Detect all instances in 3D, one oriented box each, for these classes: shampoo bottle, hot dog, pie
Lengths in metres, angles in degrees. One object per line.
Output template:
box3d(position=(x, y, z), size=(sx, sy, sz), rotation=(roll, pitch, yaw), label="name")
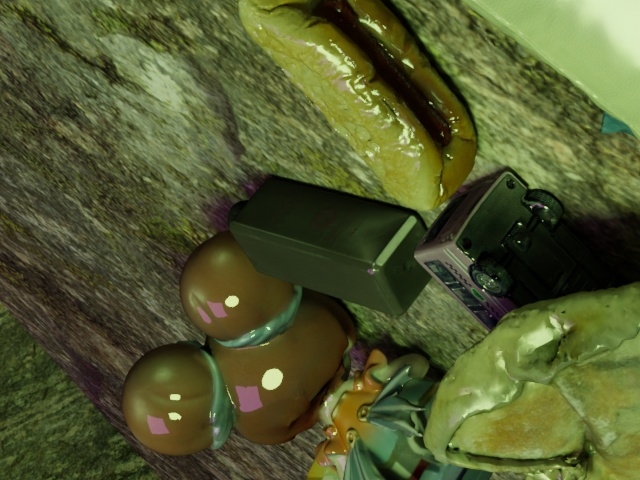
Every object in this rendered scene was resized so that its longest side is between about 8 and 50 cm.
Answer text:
box3d(position=(0.000, 0.000, 1.278), size=(0.246, 0.080, 0.079), rotation=(15, 147, 43), label="shampoo bottle")
box3d(position=(0.040, -0.124, 0.977), size=(0.242, 0.084, 0.073), rotation=(48, 152, -22), label="hot dog")
box3d(position=(0.253, 0.144, 1.003), size=(0.337, 0.075, 0.337), rotation=(-3, 137, -3), label="pie")

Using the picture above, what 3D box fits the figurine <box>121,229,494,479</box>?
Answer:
box3d(position=(-0.002, 0.184, 1.433), size=(0.388, 0.276, 0.248), rotation=(34, -168, 19), label="figurine")

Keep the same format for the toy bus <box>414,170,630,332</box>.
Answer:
box3d(position=(0.179, 0.044, 1.067), size=(0.199, 0.096, 0.108), rotation=(44, 156, -13), label="toy bus")

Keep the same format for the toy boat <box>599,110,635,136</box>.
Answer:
box3d(position=(0.206, -0.128, 0.703), size=(0.098, 0.109, 0.238), rotation=(5, 143, 12), label="toy boat")

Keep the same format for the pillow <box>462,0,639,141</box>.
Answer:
box3d(position=(0.201, -0.143, 0.533), size=(0.322, 0.255, 0.120), rotation=(40, -157, -6), label="pillow")
